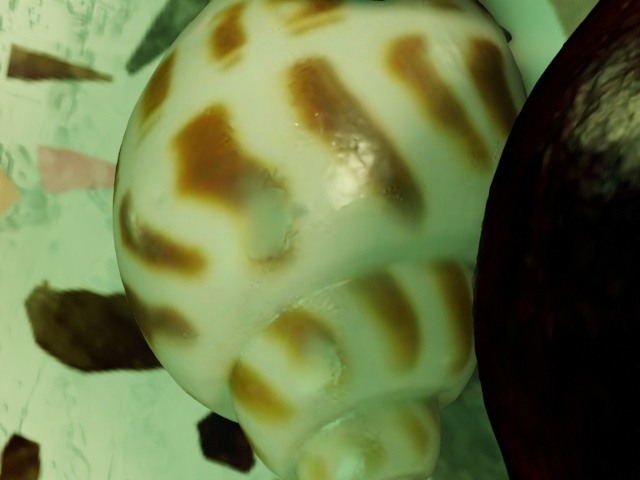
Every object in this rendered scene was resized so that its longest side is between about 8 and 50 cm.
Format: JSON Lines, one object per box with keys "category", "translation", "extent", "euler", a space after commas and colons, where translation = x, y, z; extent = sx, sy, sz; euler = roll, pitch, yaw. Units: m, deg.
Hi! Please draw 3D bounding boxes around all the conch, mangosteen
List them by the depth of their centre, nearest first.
{"category": "mangosteen", "translation": [0.210, 0.041, 0.566], "extent": [0.306, 0.307, 0.347], "euler": [-3, 130, 23]}
{"category": "conch", "translation": [0.000, 0.000, 0.708], "extent": [0.182, 0.148, 0.275], "euler": [-21, 88, 29]}
